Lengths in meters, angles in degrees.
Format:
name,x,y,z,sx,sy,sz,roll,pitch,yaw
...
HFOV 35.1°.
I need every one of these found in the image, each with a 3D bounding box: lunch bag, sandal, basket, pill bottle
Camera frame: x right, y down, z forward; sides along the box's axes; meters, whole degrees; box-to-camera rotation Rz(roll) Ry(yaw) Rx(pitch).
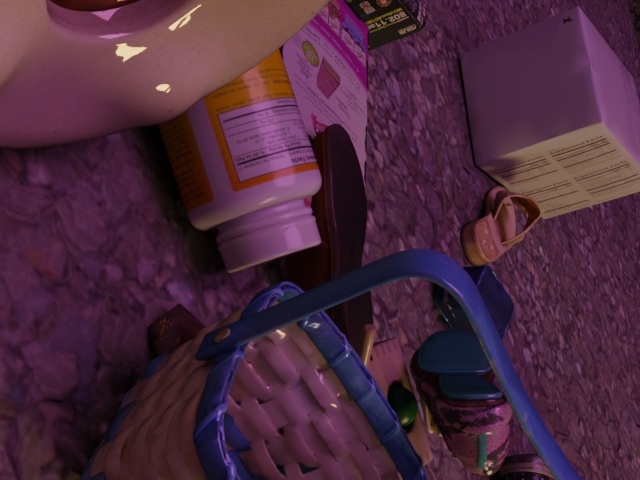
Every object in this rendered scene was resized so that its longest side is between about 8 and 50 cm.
name,x,y,z,sx,sy,sz,roll,pitch,yaw
lunch bag,0.183,0.076,1.235,0.098,0.065,0.067,55,49,-29
sandal,0.274,-0.028,1.432,0.240,0.079,0.088,-37,106,-60
basket,0.009,0.141,0.669,0.255,0.289,0.201,60,32,-23
pill bottle,-0.071,-0.087,0.841,0.117,0.117,0.215,-17,88,-61

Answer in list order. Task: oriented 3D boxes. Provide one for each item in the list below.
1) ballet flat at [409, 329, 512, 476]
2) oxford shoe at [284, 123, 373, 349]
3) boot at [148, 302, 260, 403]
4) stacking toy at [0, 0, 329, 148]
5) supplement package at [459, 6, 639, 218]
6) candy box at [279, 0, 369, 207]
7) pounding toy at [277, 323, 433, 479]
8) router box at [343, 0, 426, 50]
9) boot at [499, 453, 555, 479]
name,x,y,z,sx,sy,sz,roll,pitch,yaw
ballet flat,0.114,0.135,0.834,0.221,0.076,0.079,-90,180,-82
oxford shoe,0.000,0.000,0.925,0.076,0.076,0.212,-2,92,-62
boot,-0.086,0.075,0.813,0.114,0.037,0.106,41,39,-35
stacking toy,-0.199,-0.332,0.640,0.350,0.350,0.480,-2,60,-60
supplement package,0.370,-0.186,1.565,0.262,0.198,0.199,28,52,-51
candy box,-0.021,-0.166,1.020,0.159,0.071,0.233,41,41,-42
pounding toy,0.023,0.141,0.846,0.100,0.141,0.130,-10,82,-60
router box,0.043,-0.256,1.129,0.092,0.122,0.038,38,47,-43
boot,0.292,0.380,1.226,0.236,0.085,0.179,38,45,-35
